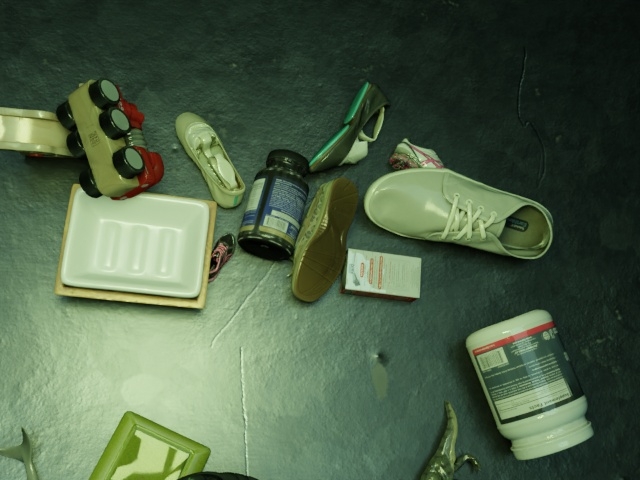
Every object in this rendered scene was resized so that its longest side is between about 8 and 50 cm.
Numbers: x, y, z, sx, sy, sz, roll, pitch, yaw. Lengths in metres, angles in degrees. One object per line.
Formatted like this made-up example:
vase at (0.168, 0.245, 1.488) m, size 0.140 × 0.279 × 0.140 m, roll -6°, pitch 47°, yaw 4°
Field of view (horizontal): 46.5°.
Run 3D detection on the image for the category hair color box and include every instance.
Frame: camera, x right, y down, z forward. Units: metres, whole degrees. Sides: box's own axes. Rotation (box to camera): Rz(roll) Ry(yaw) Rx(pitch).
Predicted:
hair color box at (0.132, 0.077, 1.633) m, size 0.167 × 0.053 × 0.093 m, roll 8°, pitch 73°, yaw -11°

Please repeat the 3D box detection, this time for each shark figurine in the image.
shark figurine at (-0.542, 0.492, 1.326) m, size 0.166 × 0.116 × 0.278 m, roll 31°, pitch 54°, yaw -18°

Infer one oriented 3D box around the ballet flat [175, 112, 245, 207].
ballet flat at (-0.237, -0.188, 1.620) m, size 0.086 × 0.086 × 0.248 m, roll -29°, pitch 81°, yaw -18°

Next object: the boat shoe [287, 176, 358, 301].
boat shoe at (0.000, 0.000, 1.620) m, size 0.104 × 0.089 × 0.285 m, roll 32°, pitch 70°, yaw -29°

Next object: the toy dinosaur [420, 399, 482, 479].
toy dinosaur at (0.269, 0.475, 1.539) m, size 0.118 × 0.064 × 0.268 m, roll 25°, pitch 67°, yaw 3°

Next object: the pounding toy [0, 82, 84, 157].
pounding toy at (-0.555, -0.245, 1.503) m, size 0.154 × 0.269 × 0.155 m, roll 5°, pitch 92°, yaw 14°

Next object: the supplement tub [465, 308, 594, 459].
supplement tub at (0.435, 0.297, 1.556) m, size 0.191 × 0.191 × 0.272 m, roll -16°, pitch 78°, yaw -16°

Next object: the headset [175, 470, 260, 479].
headset at (-0.229, 0.532, 1.284) m, size 0.394 × 0.185 × 0.243 m, roll 12°, pitch 92°, yaw -21°

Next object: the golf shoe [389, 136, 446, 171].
golf shoe at (0.257, -0.174, 1.727) m, size 0.186 × 0.067 × 0.086 m, roll 30°, pitch 68°, yaw -1°

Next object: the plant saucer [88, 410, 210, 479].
plant saucer at (-0.326, 0.437, 1.410) m, size 0.188 × 0.045 × 0.188 m, roll 26°, pitch 57°, yaw -3°

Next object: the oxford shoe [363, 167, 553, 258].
oxford shoe at (0.320, -0.056, 1.649) m, size 0.449 × 0.130 × 0.169 m, roll 12°, pitch 109°, yaw -9°

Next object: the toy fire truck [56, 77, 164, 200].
toy fire truck at (-0.386, -0.184, 1.481) m, size 0.158 × 0.246 × 0.217 m, roll -26°, pitch 80°, yaw 24°

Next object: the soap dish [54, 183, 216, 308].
soap dish at (-0.368, 0.018, 1.510) m, size 0.291 × 0.118 × 0.229 m, roll 7°, pitch 72°, yaw -10°

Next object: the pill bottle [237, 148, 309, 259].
pill bottle at (-0.093, -0.079, 1.593) m, size 0.123 × 0.123 × 0.219 m, roll 17°, pitch 69°, yaw -6°

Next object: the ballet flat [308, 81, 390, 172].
ballet flat at (0.078, -0.242, 1.700) m, size 0.096 × 0.095 × 0.280 m, roll 38°, pitch 69°, yaw -12°

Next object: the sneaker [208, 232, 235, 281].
sneaker at (-0.214, 0.032, 1.571) m, size 0.047 × 0.057 × 0.119 m, roll 28°, pitch 69°, yaw 0°
